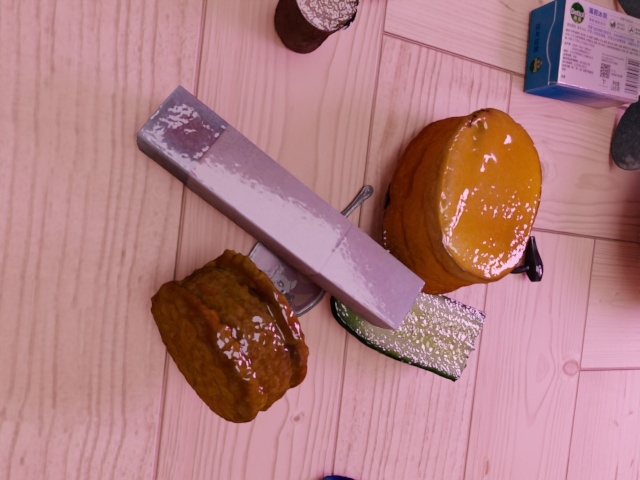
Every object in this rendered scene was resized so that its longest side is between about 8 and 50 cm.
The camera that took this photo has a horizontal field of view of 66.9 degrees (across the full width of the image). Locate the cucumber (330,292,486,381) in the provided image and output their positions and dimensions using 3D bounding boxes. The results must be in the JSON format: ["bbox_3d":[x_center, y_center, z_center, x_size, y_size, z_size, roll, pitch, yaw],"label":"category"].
[{"bbox_3d":[0.118,0.116,0.704,0.244,0.063,0.115,26,76,-21],"label":"cucumber"}]

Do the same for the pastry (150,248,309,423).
[{"bbox_3d":[-0.103,0.109,0.541,0.103,0.189,0.188,-32,106,-32],"label":"pastry"}]

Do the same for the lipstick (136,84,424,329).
[{"bbox_3d":[-0.041,-0.027,0.587,0.371,0.076,0.080,37,75,-13],"label":"lipstick"}]

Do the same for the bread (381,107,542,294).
[{"bbox_3d":[0.196,-0.055,0.679,0.195,0.143,0.269,30,70,-22],"label":"bread"}]

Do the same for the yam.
[{"bbox_3d":[-0.012,-0.278,0.587,0.084,0.127,0.084,-2,97,-19],"label":"yam"}]

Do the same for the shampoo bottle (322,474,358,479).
[{"bbox_3d":[0.011,0.433,0.688,0.087,0.050,0.183,24,84,-26],"label":"shampoo bottle"}]

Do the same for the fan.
[{"bbox_3d":[0.000,0.000,0.675,0.220,0.009,0.132,-47,112,-13],"label":"fan"}]

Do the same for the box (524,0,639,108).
[{"bbox_3d":[0.444,-0.308,0.812,0.194,0.073,0.139,2,93,-24],"label":"box"}]

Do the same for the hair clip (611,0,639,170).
[{"bbox_3d":[0.698,-0.327,0.799,0.238,0.318,0.392,-6,94,-26],"label":"hair clip"}]

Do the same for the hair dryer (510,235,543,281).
[{"bbox_3d":[0.336,0.035,0.819,0.083,0.031,0.079,-7,86,-15],"label":"hair dryer"}]
